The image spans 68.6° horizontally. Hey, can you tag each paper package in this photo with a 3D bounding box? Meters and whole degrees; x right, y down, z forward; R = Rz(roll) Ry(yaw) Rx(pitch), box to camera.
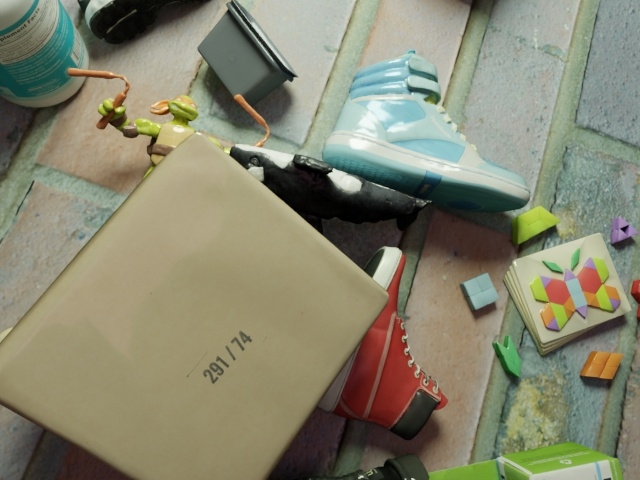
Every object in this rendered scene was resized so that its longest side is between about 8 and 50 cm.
[{"bbox_3d":[-0.138,0.099,0.552,0.309,0.168,0.325,41,78,-16],"label":"paper package"}]

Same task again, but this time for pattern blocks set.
[{"bbox_3d":[0.395,0.080,0.742,0.324,0.026,0.286,-32,86,-12],"label":"pattern blocks set"}]

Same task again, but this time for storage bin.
[{"bbox_3d":[-0.112,-0.272,0.705,0.091,0.098,0.135,-37,87,15],"label":"storage bin"}]

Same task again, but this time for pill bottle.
[{"bbox_3d":[-0.397,-0.283,0.569,0.146,0.264,0.146,2,79,-8],"label":"pill bottle"}]

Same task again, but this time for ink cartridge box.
[{"bbox_3d":[0.276,0.400,0.630,0.255,0.097,0.189,-6,81,-10],"label":"ink cartridge box"}]

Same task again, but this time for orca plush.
[{"bbox_3d":[0.005,-0.044,0.659,0.287,0.151,0.102,15,89,-29],"label":"orca plush"}]

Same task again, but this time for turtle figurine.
[{"bbox_3d":[-0.220,-0.115,0.654,0.269,0.087,0.218,13,88,-22],"label":"turtle figurine"}]

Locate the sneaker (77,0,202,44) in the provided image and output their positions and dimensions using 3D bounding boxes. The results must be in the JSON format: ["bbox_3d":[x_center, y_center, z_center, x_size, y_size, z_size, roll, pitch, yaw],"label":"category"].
[{"bbox_3d":[-0.241,-0.409,0.703,0.271,0.100,0.108,-33,80,-12],"label":"sneaker"}]

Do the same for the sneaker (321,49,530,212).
[{"bbox_3d":[0.178,-0.171,0.706,0.318,0.127,0.208,16,79,-6],"label":"sneaker"}]

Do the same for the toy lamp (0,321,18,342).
[{"bbox_3d":[-0.384,0.123,0.595,0.274,0.080,0.080,-34,86,-13],"label":"toy lamp"}]

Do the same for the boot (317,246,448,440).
[{"bbox_3d":[0.113,0.144,0.661,0.176,0.088,0.245,21,85,-5],"label":"boot"}]

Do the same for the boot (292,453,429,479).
[{"bbox_3d":[0.031,0.454,0.563,0.259,0.131,0.348,-7,70,-16],"label":"boot"}]
